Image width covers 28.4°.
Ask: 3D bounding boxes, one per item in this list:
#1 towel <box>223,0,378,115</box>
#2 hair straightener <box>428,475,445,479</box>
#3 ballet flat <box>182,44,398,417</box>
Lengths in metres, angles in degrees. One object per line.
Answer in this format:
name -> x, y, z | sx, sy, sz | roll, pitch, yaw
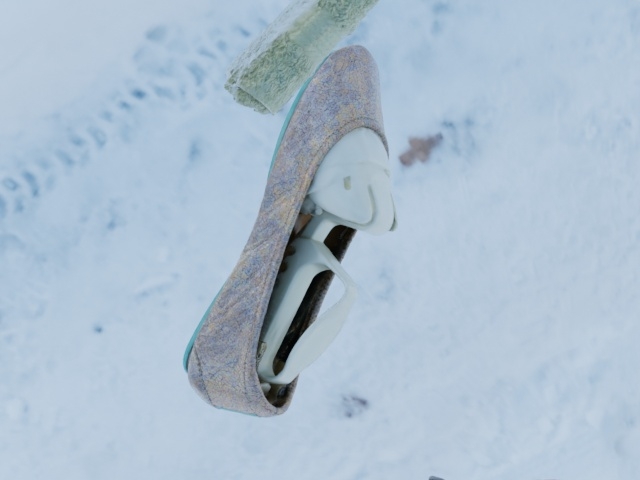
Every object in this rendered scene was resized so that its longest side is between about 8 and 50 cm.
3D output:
towel -> -0.006, -0.112, 0.666 | 0.110, 0.148, 0.027 | -45, 102, 2
hair straightener -> 0.130, 0.217, 0.881 | 0.230, 0.047, 0.089 | 6, 70, 33
ballet flat -> 0.000, 0.000, 1.015 | 0.106, 0.107, 0.316 | 25, 94, 38
